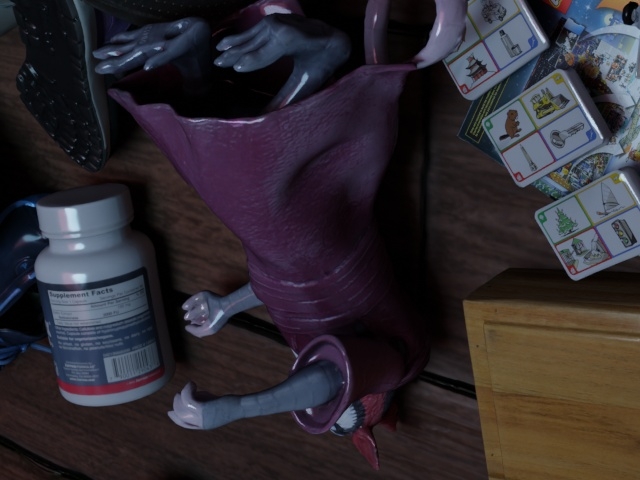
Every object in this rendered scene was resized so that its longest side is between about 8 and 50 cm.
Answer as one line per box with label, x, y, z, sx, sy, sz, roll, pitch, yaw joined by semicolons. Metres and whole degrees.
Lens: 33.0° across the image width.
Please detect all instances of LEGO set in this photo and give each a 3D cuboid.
LEGO set;0.186;-0.100;0.586;0.182;0.060;0.244;60;144;3

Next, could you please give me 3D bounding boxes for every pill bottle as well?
pill bottle;-0.195;0.045;0.960;0.108;0.108;0.180;5;110;37

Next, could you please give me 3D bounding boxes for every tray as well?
tray;0.288;0.130;0.630;0.411;0.076;0.202;1;109;38

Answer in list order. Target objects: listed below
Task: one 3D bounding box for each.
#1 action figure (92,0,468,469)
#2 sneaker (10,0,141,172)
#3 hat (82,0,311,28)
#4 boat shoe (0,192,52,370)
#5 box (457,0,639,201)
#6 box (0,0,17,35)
action figure;0.000;0.000;0.766;0.370;0.276;0.248;63;180;-29
sneaker;-0.168;-0.158;0.869;0.107;0.124;0.283;44;155;9
hat;-0.070;-0.298;0.675;0.331;0.331;0.134;-56;31;38
boat shoe;-0.308;0.071;1.066;0.089;0.109;0.258;43;131;13
box;0.194;-0.119;0.621;0.159;0.044;0.233;38;127;22
box;-0.364;-0.323;0.922;0.121;0.148;0.311;-15;97;42
